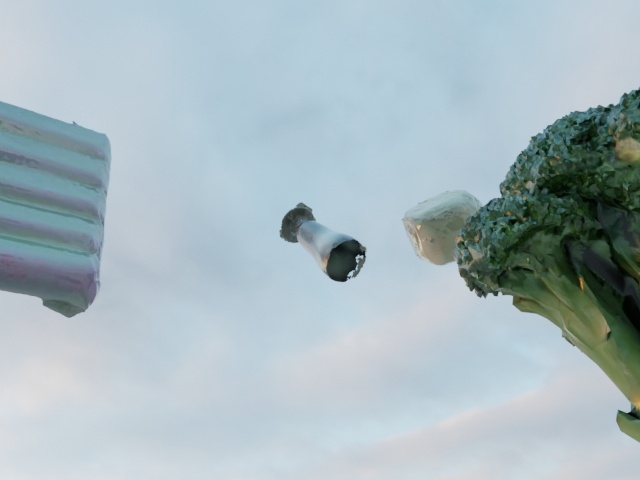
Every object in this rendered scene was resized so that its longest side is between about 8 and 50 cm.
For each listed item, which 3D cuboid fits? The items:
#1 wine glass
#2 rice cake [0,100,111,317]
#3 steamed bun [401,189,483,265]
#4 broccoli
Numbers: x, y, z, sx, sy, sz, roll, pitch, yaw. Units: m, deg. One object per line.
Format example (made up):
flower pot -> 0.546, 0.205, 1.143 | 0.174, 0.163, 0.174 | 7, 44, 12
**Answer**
wine glass -> 0.000, 0.000, 0.883 | 0.072, 0.155, 0.072 | -14, -62, -27
rice cake -> -0.237, -0.039, 0.384 | 0.198, 0.189, 0.037 | 20, -52, -33
steamed bun -> 0.179, -0.016, 0.815 | 0.112, 0.130, 0.091 | -27, -81, -1
broccoli -> 0.253, 0.021, 0.409 | 0.307, 0.275, 0.308 | 11, -21, 4
